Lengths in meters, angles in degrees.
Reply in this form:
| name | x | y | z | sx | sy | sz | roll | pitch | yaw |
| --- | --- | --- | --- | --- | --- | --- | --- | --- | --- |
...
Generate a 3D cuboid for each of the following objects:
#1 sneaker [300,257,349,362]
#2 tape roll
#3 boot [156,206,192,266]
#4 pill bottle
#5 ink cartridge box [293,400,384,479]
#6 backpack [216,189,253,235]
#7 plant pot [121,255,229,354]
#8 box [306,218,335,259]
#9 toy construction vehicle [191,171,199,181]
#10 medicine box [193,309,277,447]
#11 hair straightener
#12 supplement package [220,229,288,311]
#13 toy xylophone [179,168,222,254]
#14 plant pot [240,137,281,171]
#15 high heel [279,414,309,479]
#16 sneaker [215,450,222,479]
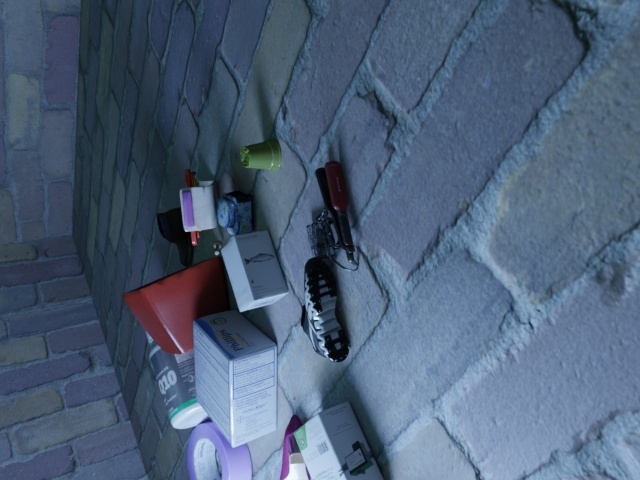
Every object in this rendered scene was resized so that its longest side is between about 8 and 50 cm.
| name | x | y | z | sx | sy | sz | roll | pitch | yaw |
| --- | --- | --- | --- | --- | --- | --- | --- | --- | --- |
| sneaker | -0.009 | 0.156 | 1.206 | 0.106 | 0.078 | 0.235 | -12 | 92 | 55 |
| tape roll | -0.345 | 0.751 | 1.818 | 0.274 | 0.090 | 0.275 | -3 | 86 | 48 |
| boot | -0.517 | -0.007 | 1.900 | 0.082 | 0.106 | 0.220 | 16 | 112 | 54 |
| pill bottle | -0.469 | 0.440 | 1.864 | 0.361 | 0.204 | 0.204 | 61 | 143 | 26 |
| ink cartridge box | 0.043 | 0.500 | 1.212 | 0.220 | 0.092 | 0.160 | 64 | 144 | 22 |
| backpack | -0.237 | -0.071 | 1.482 | 0.105 | 0.084 | 0.115 | 23 | 121 | 55 |
| plant pot | -0.438 | 0.219 | 1.731 | 0.267 | 0.267 | 0.236 | -17 | 97 | 57 |
| box | 0.000 | 0.000 | 1.204 | 0.067 | 0.018 | 0.084 | -19 | 83 | 57 |
| toy construction vehicle | -0.406 | -0.180 | 1.759 | 0.086 | 0.035 | 0.098 | 54 | 143 | 16 |
| medicine box | -0.252 | 0.392 | 1.574 | 0.263 | 0.149 | 0.290 | 27 | 120 | 51 |
| hair straightener | 0.033 | -0.045 | 1.131 | 0.089 | 0.047 | 0.231 | -19 | 87 | 57 |
| supplement package | -0.174 | 0.079 | 1.410 | 0.105 | 0.105 | 0.180 | -38 | 68 | 54 |
| toy xylophone | -0.336 | -0.077 | 1.548 | 0.322 | 0.081 | 0.237 | -168 | 73 | -83 |
| plant pot | -0.150 | -0.207 | 1.317 | 0.083 | 0.079 | 0.084 | 20 | 115 | 52 |
| high heel | -0.073 | 0.584 | 1.448 | 0.117 | 0.082 | 0.244 | -97 | 5 | -52 |
| sneaker | -0.334 | 0.800 | 1.902 | 0.058 | 0.052 | 0.135 | -37 | 68 | 49 |
